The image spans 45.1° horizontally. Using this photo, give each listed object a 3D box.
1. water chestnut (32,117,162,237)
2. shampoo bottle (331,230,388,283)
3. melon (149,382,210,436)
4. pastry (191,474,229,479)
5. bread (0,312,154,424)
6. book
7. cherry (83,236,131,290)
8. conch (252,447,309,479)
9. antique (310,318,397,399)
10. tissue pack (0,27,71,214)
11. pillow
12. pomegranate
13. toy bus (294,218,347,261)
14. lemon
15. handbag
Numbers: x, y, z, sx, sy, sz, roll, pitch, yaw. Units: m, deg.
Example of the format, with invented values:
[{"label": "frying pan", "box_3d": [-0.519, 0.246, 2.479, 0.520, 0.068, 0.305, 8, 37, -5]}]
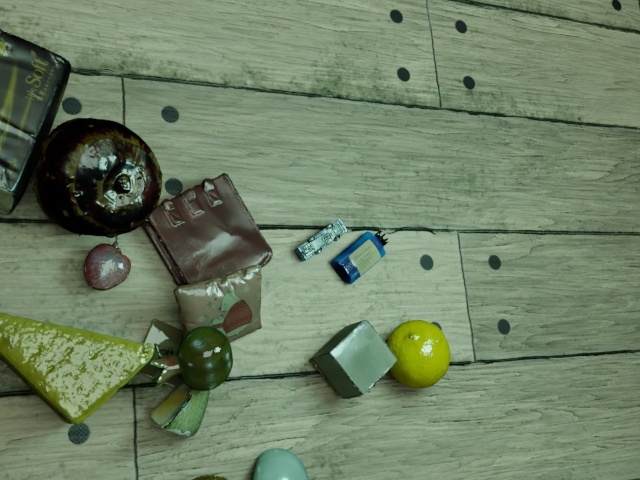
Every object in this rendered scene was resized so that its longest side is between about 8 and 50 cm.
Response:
[{"label": "water chestnut", "box_3d": [-0.527, -0.148, 1.792, 0.300, 0.300, 0.300, 7, 73, -24]}, {"label": "shampoo bottle", "box_3d": [0.119, 0.039, 2.160, 0.183, 0.050, 0.087, -39, 92, -29]}, {"label": "melon", "box_3d": [-0.320, 0.404, 1.836, 0.202, 0.093, 0.140, -47, 134, -45]}, {"label": "pastry", "box_3d": [-0.252, 0.644, 1.788, 0.188, 0.103, 0.189, 6, 74, -24]}, {"label": "bread", "box_3d": [-0.581, 0.208, 1.669, 0.362, 0.233, 0.245, 46, 67, -6]}, {"label": "book", "box_3d": [-0.345, 0.293, 1.887, 0.198, 0.016, 0.138, 27, 66, -17]}, {"label": "cherry", "box_3d": [-0.489, 0.030, 1.853, 0.107, 0.090, 0.225, 29, 56, 0]}, {"label": "conch", "box_3d": [-0.089, 0.619, 1.880, 0.185, 0.121, 0.221, 21, 59, -51]}, {"label": "antique", "box_3d": [0.082, 0.314, 2.013, 0.152, 0.148, 0.147, -39, 96, -29]}, {"label": "tissue pack", "box_3d": [-0.723, -0.257, 1.751, 0.198, 0.210, 0.370, 23, 66, -25]}, {"label": "pillow", "box_3d": [-0.240, 0.173, 1.873, 0.236, 0.084, 0.223, -17, 128, -29]}, {"label": "pomegranate", "box_3d": [-0.297, 0.277, 1.764, 0.191, 0.152, 0.131, -15, 40, -17]}, {"label": "toy bus", "box_3d": [0.000, 0.000, 2.107, 0.153, 0.061, 0.051, -35, 94, -27]}, {"label": "lemon", "box_3d": [0.264, 0.309, 2.086, 0.178, 0.203, 0.178, -8, 49, 9]}, {"label": "handbag", "box_3d": [-0.284, -0.007, 1.961, 0.260, 0.084, 0.276, -33, 92, -28]}]
